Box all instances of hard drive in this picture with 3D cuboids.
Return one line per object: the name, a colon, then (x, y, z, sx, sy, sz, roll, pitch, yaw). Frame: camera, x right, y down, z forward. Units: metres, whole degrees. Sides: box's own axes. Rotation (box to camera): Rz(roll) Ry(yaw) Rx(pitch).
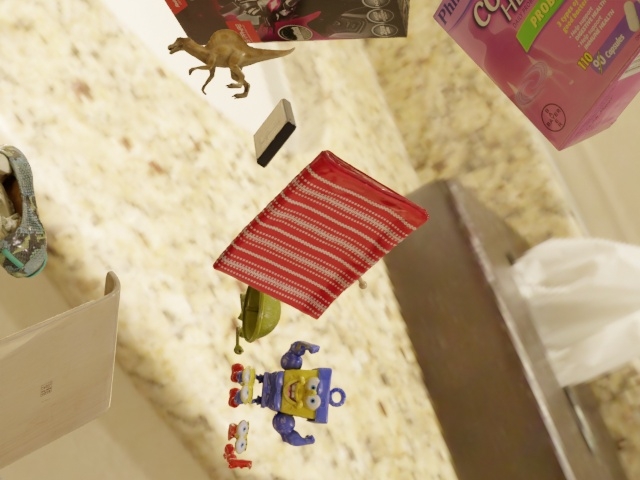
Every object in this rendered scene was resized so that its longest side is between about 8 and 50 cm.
hard drive: (-0.082, -0.191, 1.844, 0.022, 0.094, 0.135, 33, 17, -20)

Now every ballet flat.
ballet flat: (-0.318, -0.044, 1.041, 0.070, 0.070, 0.188, 34, 17, -49)

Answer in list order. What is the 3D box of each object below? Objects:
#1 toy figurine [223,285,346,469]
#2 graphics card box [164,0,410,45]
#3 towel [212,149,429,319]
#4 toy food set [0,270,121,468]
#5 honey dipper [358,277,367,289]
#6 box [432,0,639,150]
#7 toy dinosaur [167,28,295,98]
toy figurine: (-0.058, 0.268, 2.033, 0.191, 0.217, 0.362, 134, -37, -73)
graphics card box: (-0.058, -0.397, 1.617, 0.233, 0.371, 0.094, 60, 31, -68)
towel: (0.000, 0.000, 1.506, 0.199, 0.275, 0.031, 29, 36, -25)
toy food set: (-0.405, 0.179, 1.443, 0.092, 0.219, 0.306, 30, 35, 28)
honey dipper: (0.058, 0.036, 2.068, 0.030, 0.030, 0.160, -90, 157, -51)
box: (0.288, -0.273, 1.242, 0.117, 0.213, 0.243, -24, 67, -37)
toy dinosaur: (-0.118, -0.248, 1.450, 0.053, 0.183, 0.092, 138, -48, -71)
